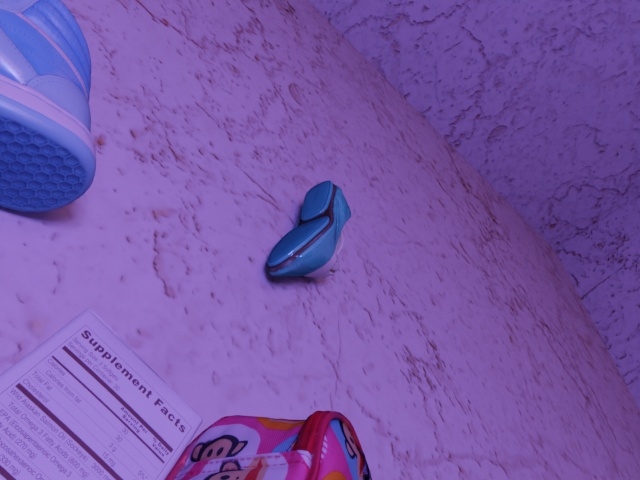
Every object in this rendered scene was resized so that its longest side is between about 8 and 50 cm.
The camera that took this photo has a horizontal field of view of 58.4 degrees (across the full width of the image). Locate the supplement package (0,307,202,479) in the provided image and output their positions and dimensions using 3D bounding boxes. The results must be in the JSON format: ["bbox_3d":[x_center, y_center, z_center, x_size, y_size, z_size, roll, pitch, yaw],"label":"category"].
[{"bbox_3d":[-0.164,0.138,0.299,0.105,0.105,0.179,46,25,-6],"label":"supplement package"}]

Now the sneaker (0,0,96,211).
[{"bbox_3d":[-0.317,-0.172,0.437,0.319,0.127,0.208,40,29,-44],"label":"sneaker"}]

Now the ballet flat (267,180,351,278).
[{"bbox_3d":[0.000,0.000,0.782,0.087,0.083,0.247,59,25,-19],"label":"ballet flat"}]

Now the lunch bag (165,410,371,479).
[{"bbox_3d":[-0.029,0.267,0.299,0.293,0.120,0.258,-58,135,-62],"label":"lunch bag"}]
